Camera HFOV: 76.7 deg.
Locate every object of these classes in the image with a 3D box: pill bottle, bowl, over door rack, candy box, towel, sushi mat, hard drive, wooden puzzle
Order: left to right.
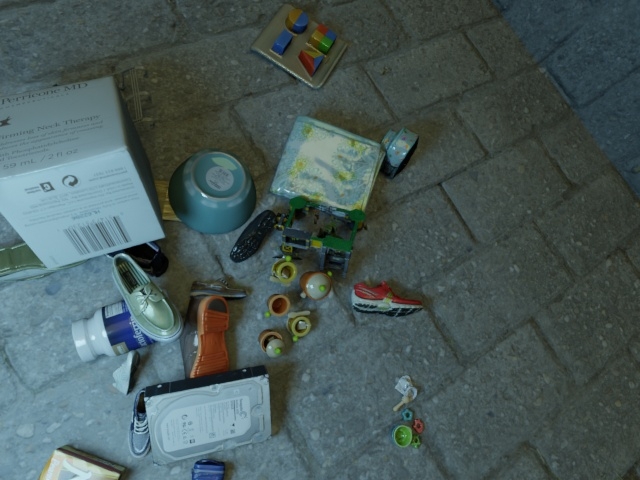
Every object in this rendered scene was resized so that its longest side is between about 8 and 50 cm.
[{"bbox_3d":[-0.680,0.728,1.045,0.183,0.087,0.316,26,66,-6],"label":"candy box"},{"bbox_3d":[-0.756,-0.472,1.433,0.325,0.108,0.239,-13,75,-5],"label":"over door rack"},{"bbox_3d":[-0.572,0.252,1.202,0.265,0.153,0.153,-18,78,-20],"label":"pill bottle"},{"bbox_3d":[-0.608,-0.147,1.401,0.317,0.019,0.151,5,72,-15],"label":"sushi mat"},{"bbox_3d":[-0.316,0.506,1.175,0.340,0.064,0.236,-5,107,-19],"label":"hard drive"},{"bbox_3d":[-0.359,-0.193,1.395,0.312,0.163,0.310,6,71,-19],"label":"bowl"},{"bbox_3d":[-0.081,-0.863,1.761,0.348,0.080,0.321,29,67,-5],"label":"wooden puzzle"},{"bbox_3d":[0.034,-0.274,1.547,0.375,0.090,0.320,19,79,-3],"label":"towel"}]

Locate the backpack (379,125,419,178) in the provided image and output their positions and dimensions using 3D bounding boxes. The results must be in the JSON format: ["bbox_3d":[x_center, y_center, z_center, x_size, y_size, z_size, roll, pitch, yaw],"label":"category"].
[{"bbox_3d":[0.310,-0.371,1.645,0.145,0.188,0.165,38,67,-1],"label":"backpack"}]

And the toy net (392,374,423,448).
[{"bbox_3d":[0.309,0.588,1.396,0.122,0.045,0.231,15,68,-10],"label":"toy net"}]

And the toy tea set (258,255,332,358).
[{"bbox_3d":[-0.084,0.226,1.324,0.200,0.124,0.335,15,89,-25],"label":"toy tea set"}]

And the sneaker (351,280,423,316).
[{"bbox_3d":[0.250,0.206,1.482,0.280,0.107,0.118,10,60,-15],"label":"sneaker"}]

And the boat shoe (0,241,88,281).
[{"bbox_3d":[-0.849,0.056,1.216,0.303,0.103,0.113,-8,76,-18],"label":"boat shoe"}]

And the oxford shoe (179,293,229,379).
[{"bbox_3d":[-0.371,0.348,1.262,0.130,0.133,0.362,15,78,-52],"label":"oxford shoe"}]

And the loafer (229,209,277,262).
[{"bbox_3d":[-0.239,-0.016,1.434,0.076,0.078,0.223,41,81,-23],"label":"loafer"}]

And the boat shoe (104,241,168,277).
[{"bbox_3d":[-0.640,-0.009,1.268,0.341,0.158,0.127,27,67,-6],"label":"boat shoe"}]

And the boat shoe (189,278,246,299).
[{"bbox_3d":[-0.337,0.161,1.347,0.184,0.066,0.066,4,69,-14],"label":"boat shoe"}]

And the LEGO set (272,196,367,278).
[{"bbox_3d":[0.000,0.000,1.463,0.332,0.192,0.254,7,51,1],"label":"LEGO set"}]

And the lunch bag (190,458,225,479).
[{"bbox_3d":[-0.328,0.672,1.175,0.099,0.067,0.065,11,69,-11],"label":"lunch bag"}]

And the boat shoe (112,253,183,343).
[{"bbox_3d":[-0.495,0.160,1.126,0.302,0.094,0.109,42,59,18],"label":"boat shoe"}]

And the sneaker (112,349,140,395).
[{"bbox_3d":[-0.571,0.382,1.180,0.061,0.053,0.152,22,107,2],"label":"sneaker"}]

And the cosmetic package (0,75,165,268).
[{"bbox_3d":[-0.673,-0.198,1.144,0.330,0.327,0.393,-19,51,-15],"label":"cosmetic package"}]

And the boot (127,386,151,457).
[{"bbox_3d":[-0.517,0.523,1.161,0.069,0.086,0.189,1,71,-16],"label":"boot"}]
